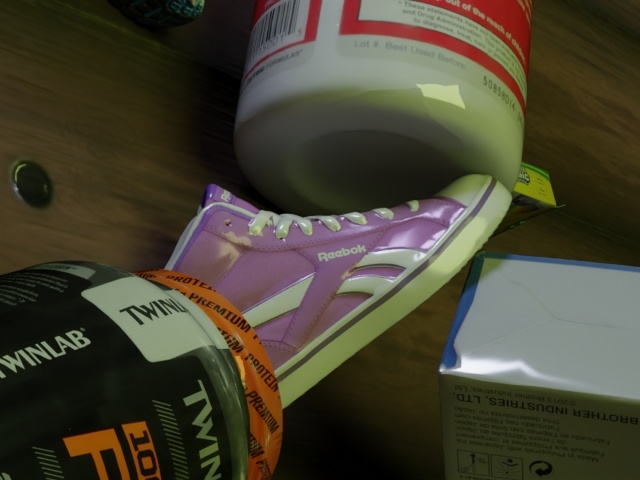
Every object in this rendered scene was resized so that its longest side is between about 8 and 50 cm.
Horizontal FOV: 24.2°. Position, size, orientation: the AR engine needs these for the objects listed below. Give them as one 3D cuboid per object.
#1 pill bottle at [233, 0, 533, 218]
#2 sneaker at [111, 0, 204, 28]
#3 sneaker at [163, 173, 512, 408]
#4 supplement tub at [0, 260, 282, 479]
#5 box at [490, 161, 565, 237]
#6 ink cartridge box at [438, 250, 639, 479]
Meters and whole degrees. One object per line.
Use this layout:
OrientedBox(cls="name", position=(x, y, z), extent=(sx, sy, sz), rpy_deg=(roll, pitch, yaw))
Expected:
OrientedBox(cls="pill bottle", position=(0.066, -0.227, 1.249), extent=(0.229, 0.229, 0.407), rpy_deg=(31, 55, -38))
OrientedBox(cls="sneaker", position=(-0.158, -0.247, 1.160), extent=(0.191, 0.071, 0.083), rpy_deg=(43, 34, -27))
OrientedBox(cls="sneaker", position=(0.000, 0.000, 1.081), extent=(0.282, 0.102, 0.161), rpy_deg=(-36, 90, -17))
OrientedBox(cls="supplement tub", position=(-0.178, 0.129, 0.773), extent=(0.338, 0.207, 0.207), rpy_deg=(-22, 86, -55))
OrientedBox(cls="box", position=(0.138, -0.043, 1.376), extent=(0.179, 0.105, 0.043), rpy_deg=(18, 56, -46))
OrientedBox(cls="ink cartridge box", position=(0.236, 0.216, 1.115), extent=(0.151, 0.270, 0.395), rpy_deg=(-61, 152, -50))
